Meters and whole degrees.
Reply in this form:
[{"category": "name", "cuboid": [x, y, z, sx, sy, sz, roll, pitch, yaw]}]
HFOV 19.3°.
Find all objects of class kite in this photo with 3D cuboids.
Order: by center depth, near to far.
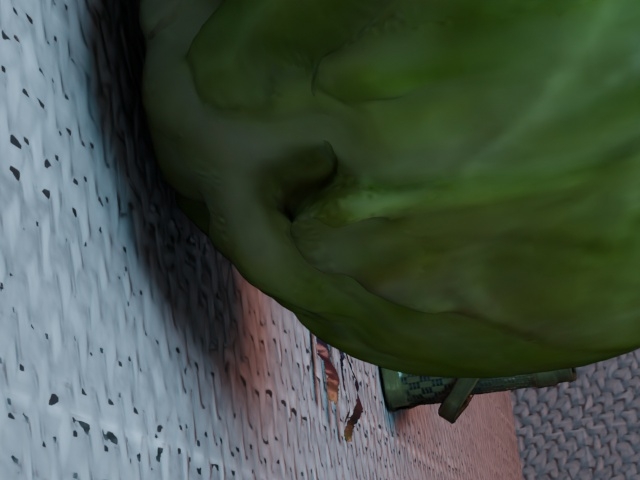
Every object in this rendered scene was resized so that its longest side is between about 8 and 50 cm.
[{"category": "kite", "cuboid": [0.001, 0.000, 1.161, 0.141, 0.015, 0.245, 60, 21, -61]}]

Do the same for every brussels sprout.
[{"category": "brussels sprout", "cuboid": [0.089, -0.077, 0.798, 0.328, 0.328, 0.247, 70, 11, -51]}]

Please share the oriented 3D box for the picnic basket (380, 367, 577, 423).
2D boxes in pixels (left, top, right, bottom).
[{"category": "picnic basket", "cuboid": [0.108, 0.003, 1.440, 0.165, 0.139, 0.266, 22, 59, -80]}]
